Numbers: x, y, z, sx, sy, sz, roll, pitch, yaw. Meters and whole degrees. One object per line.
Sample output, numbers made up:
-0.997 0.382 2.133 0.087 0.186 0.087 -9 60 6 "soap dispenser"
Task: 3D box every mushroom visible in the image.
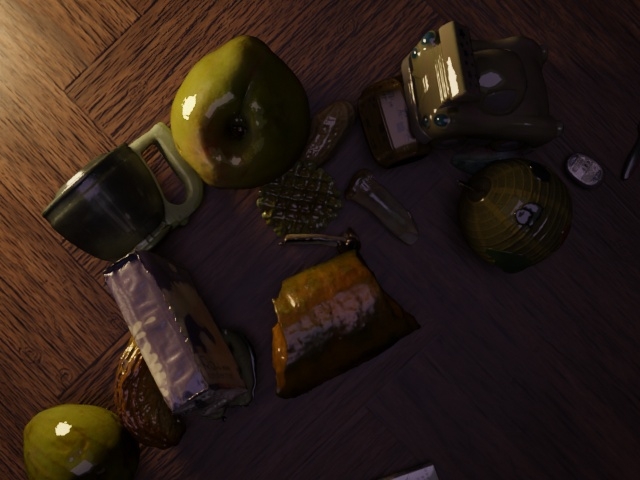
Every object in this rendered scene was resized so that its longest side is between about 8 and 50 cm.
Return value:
0.000 0.000 1.895 0.187 0.060 0.061 6 45 -3 "mushroom"
0.145 -0.070 1.898 0.209 0.071 0.084 43 95 -4 "mushroom"

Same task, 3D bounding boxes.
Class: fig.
-0.531 0.468 1.811 0.271 0.239 0.239 24 89 20 "fig"

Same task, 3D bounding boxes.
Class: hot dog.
-0.386 0.329 1.828 0.114 0.175 0.259 -16 97 5 "hot dog"

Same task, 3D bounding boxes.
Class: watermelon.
0.392 -0.191 1.909 0.180 0.081 0.094 -9 64 -6 "watermelon"

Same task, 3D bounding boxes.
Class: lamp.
0.167 -0.262 1.854 0.161 0.161 0.185 -18 85 -1 "lamp"
0.399 -0.073 1.797 0.284 0.250 0.250 29 89 -30 "lamp"

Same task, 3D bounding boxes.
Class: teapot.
-0.427 -0.078 1.848 0.239 0.321 0.239 -33 104 37 "teapot"

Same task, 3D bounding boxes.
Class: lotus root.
-0.222 0.302 1.887 0.183 0.078 0.204 5 82 13 "lotus root"

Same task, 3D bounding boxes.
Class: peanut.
0.009 -0.236 1.882 0.083 0.093 0.194 37 88 29 "peanut"

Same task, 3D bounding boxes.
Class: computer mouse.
0.605 -0.159 1.913 0.096 0.039 0.066 38 89 8 "computer mouse"

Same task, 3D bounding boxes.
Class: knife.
0.748 -0.252 1.927 0.035 0.018 0.247 24 87 3 "knife"

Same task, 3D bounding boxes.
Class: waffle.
-0.045 -0.086 1.880 0.183 0.036 0.169 -33 112 12 "waffle"

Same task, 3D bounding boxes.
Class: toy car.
0.361 -0.328 1.764 0.335 0.226 0.242 0 74 -24 "toy car"

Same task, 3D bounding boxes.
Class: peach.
-0.160 -0.258 1.769 0.281 0.315 0.314 32 95 -1 "peach"

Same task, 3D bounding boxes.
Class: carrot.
0.021 0.171 1.809 0.340 0.241 0.242 -26 90 -3 "carrot"

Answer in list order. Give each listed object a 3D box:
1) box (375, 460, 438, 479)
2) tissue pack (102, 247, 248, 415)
0.196 0.570 1.904 0.154 0.040 0.084 -19 91 -2 "box"
-0.298 0.198 1.756 0.125 0.242 0.344 -33 73 5 "tissue pack"
